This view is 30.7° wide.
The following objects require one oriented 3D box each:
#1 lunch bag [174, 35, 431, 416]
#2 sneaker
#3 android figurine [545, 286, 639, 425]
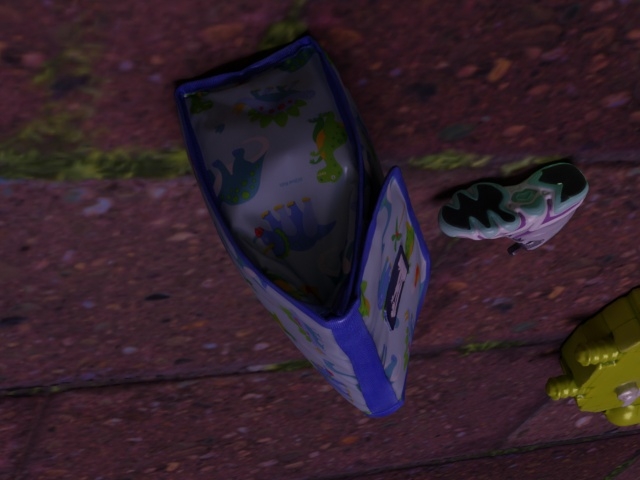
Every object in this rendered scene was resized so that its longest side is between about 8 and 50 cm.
[{"bbox_3d":[0.000,0.000,0.568,0.096,0.151,0.129,-20,150,4],"label":"lunch bag"},{"bbox_3d":[0.119,-0.009,0.737,0.098,0.038,0.069,-13,150,-9],"label":"sneaker"},{"bbox_3d":[0.323,0.088,1.008,0.273,0.056,0.248,-7,149,-23],"label":"android figurine"}]
